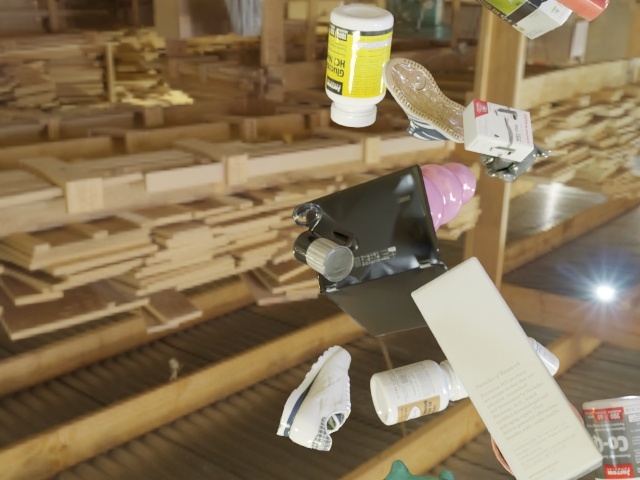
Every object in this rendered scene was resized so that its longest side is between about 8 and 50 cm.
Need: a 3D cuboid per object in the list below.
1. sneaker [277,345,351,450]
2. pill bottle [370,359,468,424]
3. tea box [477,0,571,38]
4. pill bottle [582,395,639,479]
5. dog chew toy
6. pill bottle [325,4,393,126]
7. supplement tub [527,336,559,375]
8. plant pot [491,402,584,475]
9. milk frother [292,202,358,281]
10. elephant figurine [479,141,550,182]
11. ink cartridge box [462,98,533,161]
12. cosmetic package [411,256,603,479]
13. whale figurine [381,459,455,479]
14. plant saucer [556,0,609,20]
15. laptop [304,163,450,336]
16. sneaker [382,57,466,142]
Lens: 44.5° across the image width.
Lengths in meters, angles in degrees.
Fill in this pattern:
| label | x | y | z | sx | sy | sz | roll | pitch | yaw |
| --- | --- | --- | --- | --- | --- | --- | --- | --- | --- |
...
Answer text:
| label | x | y | z | sx | sy | sz | roll | pitch | yaw |
| --- | --- | --- | --- | --- | --- | --- | --- | --- | --- |
| sneaker | 0.012 | 0.268 | 1.328 | 0.095 | 0.090 | 0.235 | 20 | -146 | 14 |
| pill bottle | 0.253 | 0.372 | 1.963 | 0.229 | 0.131 | 0.131 | -13 | -159 | -14 |
| tea box | 0.548 | -0.743 | 2.131 | 0.323 | 0.220 | 0.329 | 33 | -172 | -3 |
| pill bottle | 0.796 | 0.562 | 2.058 | 0.161 | 0.283 | 0.161 | -7 | 168 | -1 |
| dog chew toy | 0.308 | -0.123 | 2.214 | 0.332 | 0.206 | 0.206 | -26 | -150 | -29 |
| pill bottle | 0.112 | -0.525 | 2.363 | 0.188 | 0.334 | 0.188 | 3 | -149 | -2 |
| supplement tub | 0.568 | 0.308 | 2.056 | 0.107 | 0.071 | 0.071 | 37 | -176 | -24 |
| plant pot | 0.637 | 0.603 | 2.379 | 0.272 | 0.272 | 0.265 | 3 | 162 | 4 |
| milk frother | 0.000 | 0.000 | 1.787 | 0.143 | 0.129 | 0.135 | 42 | 171 | -37 |
| elephant figurine | 0.518 | -0.280 | 2.187 | 0.169 | 0.239 | 0.186 | 35 | -103 | 30 |
| ink cartridge box | 0.373 | -0.232 | 1.643 | 0.135 | 0.099 | 0.056 | 9 | 152 | -16 |
| cosmetic package | 0.378 | 0.282 | 1.591 | 0.161 | 0.453 | 0.230 | -31 | 154 | 7 |
| whale figurine | 0.288 | 0.672 | 2.026 | 0.272 | 0.141 | 0.216 | 34 | -125 | 16 |
| plant saucer | 0.574 | -0.622 | 1.645 | 0.258 | 0.259 | 0.048 | 12 | -163 | -39 |
| laptop | 0.202 | 0.047 | 2.152 | 0.382 | 0.408 | 0.236 | -17 | 171 | 34 |
| sneaker | 0.220 | -0.313 | 1.790 | 0.282 | 0.099 | 0.153 | 33 | 172 | -27 |
